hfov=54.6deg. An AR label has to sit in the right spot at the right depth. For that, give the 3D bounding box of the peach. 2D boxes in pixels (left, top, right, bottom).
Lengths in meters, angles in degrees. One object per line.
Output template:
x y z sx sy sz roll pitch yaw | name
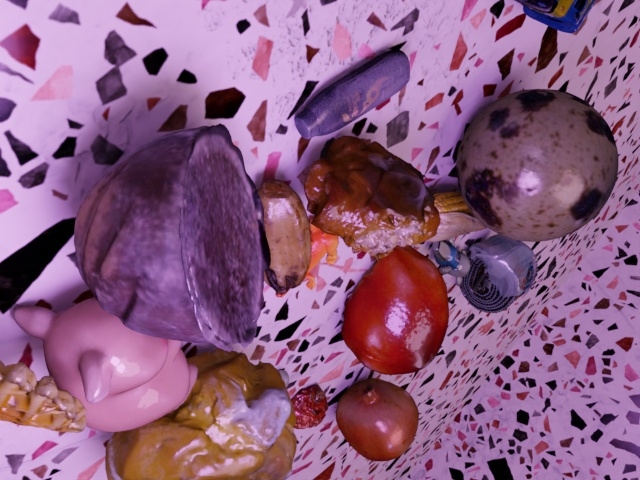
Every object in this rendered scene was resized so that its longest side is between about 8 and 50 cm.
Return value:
0.187 0.171 1.591 0.281 0.281 0.339 -14 100 -43 | peach

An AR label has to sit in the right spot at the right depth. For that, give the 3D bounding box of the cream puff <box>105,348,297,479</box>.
-0.221 0.353 1.207 0.378 0.276 0.378 -8 151 -4 | cream puff

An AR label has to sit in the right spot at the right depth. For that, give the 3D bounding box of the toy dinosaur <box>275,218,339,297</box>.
0.000 0.000 1.263 0.288 0.070 0.117 -48 149 -10 | toy dinosaur

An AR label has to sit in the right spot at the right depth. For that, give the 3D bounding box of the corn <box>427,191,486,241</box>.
0.329 -0.058 1.543 0.305 0.122 0.123 -6 152 -51 | corn

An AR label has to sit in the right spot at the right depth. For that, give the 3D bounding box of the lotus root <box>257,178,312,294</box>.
-0.071 -0.008 1.132 0.110 0.097 0.259 -7 135 -7 | lotus root

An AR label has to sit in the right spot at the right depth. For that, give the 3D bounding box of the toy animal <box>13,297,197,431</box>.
-0.307 0.184 0.966 0.213 0.195 0.256 -39 146 -33 | toy animal

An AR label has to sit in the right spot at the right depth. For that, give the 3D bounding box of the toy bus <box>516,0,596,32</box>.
0.484 -0.565 1.175 0.175 0.138 0.288 2 122 -51 | toy bus

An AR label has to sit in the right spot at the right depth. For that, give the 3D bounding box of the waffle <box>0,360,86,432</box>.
-0.430 0.186 0.784 0.261 0.249 0.056 69 31 -52 | waffle

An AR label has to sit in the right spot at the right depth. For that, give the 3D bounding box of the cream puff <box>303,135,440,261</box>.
0.098 -0.075 1.127 0.155 0.269 0.241 -42 -160 44 | cream puff

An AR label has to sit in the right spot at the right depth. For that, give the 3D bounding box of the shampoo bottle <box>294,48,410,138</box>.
0.057 -0.250 1.073 0.233 0.049 0.087 -35 144 -21 | shampoo bottle

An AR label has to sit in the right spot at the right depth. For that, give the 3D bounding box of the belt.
0.542 0.102 1.907 0.150 0.207 0.258 -29 151 -33 | belt

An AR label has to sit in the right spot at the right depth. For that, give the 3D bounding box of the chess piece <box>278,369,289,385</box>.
-0.122 0.342 1.508 0.093 0.042 0.042 1 124 -45 | chess piece

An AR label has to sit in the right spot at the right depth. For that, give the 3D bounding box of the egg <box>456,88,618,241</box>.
0.500 -0.169 1.425 0.428 0.345 0.345 -1 125 -53 | egg

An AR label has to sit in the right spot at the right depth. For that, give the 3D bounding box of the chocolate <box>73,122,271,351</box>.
-0.212 0.006 0.836 0.212 0.303 0.303 -4 148 13 | chocolate

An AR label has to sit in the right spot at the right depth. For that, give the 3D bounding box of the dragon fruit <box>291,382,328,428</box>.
-0.027 0.462 1.717 0.162 0.083 0.106 -14 132 -40 | dragon fruit

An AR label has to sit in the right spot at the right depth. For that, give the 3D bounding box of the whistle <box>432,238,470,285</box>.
0.364 0.050 1.760 0.235 0.077 0.114 32 69 -53 | whistle

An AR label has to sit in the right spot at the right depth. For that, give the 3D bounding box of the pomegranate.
0.169 0.529 1.879 0.229 0.252 0.270 -45 129 -22 | pomegranate
